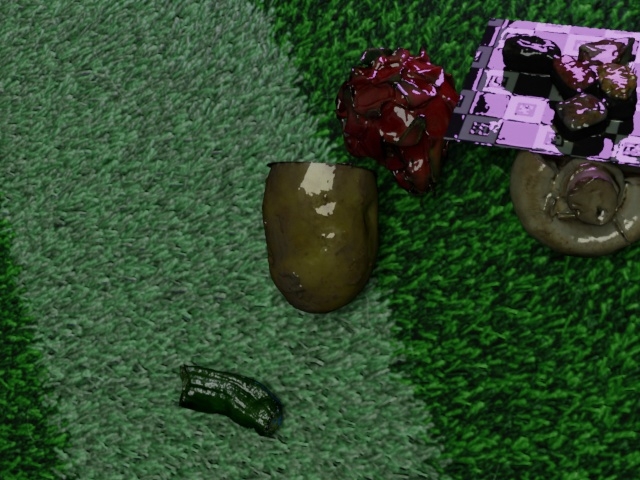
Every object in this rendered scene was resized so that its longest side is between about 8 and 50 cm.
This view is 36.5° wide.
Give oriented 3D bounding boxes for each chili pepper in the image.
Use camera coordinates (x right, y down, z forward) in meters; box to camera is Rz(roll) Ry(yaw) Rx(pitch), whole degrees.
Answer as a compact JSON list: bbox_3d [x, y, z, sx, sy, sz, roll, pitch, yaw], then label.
[{"bbox_3d":[-0.174,0.293,1.813,0.224,0.061,0.098,18,91,21],"label":"chili pepper"}]

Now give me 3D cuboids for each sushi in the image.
[{"bbox_3d":[0.420,-0.282,1.633,0.359,0.064,0.343,10,51,20],"label":"sushi"}]

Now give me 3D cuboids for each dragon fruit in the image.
[{"bbox_3d":[0.143,-0.202,1.732,0.234,0.234,0.292,-6,93,17],"label":"dragon fruit"}]

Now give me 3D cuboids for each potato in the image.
[{"bbox_3d":[0.000,0.000,1.742,0.229,0.229,0.265,1,89,18],"label":"potato"}]

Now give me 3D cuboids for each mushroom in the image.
[{"bbox_3d":[0.439,-0.057,1.605,0.254,0.195,0.188,5,114,7],"label":"mushroom"}]
